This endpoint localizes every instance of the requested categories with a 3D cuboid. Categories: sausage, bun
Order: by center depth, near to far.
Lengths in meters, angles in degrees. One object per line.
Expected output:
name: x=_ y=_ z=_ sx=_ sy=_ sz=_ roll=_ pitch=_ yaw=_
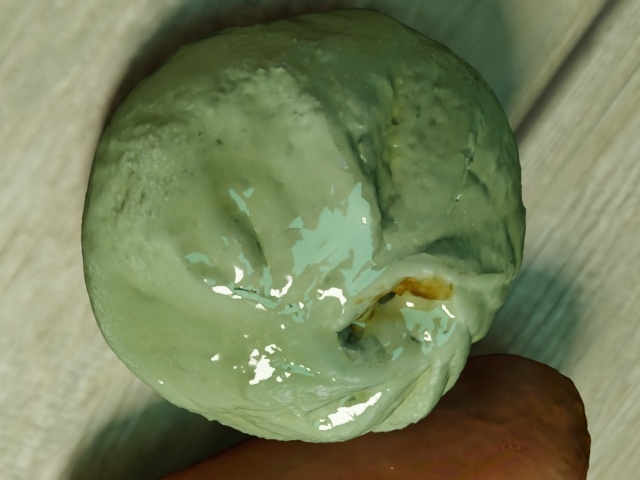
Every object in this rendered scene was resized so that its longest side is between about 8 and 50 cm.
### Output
bun: x=0.000 y=0.000 z=0.799 sx=0.195 sy=0.118 sz=0.195 roll=-13 pitch=123 yaw=-20
sausage: x=0.010 y=0.129 z=0.889 sx=0.259 sy=0.113 sz=0.113 roll=-20 pitch=127 yaw=-19
